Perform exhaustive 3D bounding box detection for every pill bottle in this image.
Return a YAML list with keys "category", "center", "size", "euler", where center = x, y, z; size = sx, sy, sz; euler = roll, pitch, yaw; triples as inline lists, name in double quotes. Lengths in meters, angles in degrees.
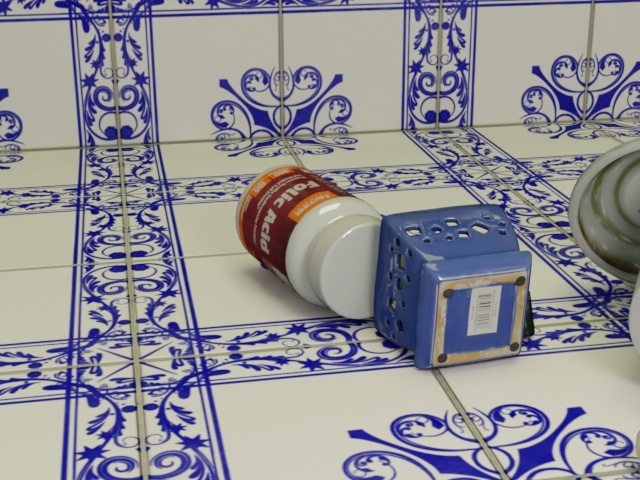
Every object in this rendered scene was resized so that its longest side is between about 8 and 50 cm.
- category: "pill bottle"
  center: [0.000, 0.000, 2.134]
  size: [0.224, 0.224, 0.392]
  euler: [-10, 21, -24]

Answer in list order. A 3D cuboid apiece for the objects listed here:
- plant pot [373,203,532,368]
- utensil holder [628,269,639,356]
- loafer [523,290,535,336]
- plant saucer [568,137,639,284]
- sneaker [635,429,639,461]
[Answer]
- category: "plant pot"
  center: [0.239, 0.087, 1.891]
  size: [0.235, 0.236, 0.212]
  euler: [-5, 26, -16]
- category: "utensil holder"
  center: [0.695, 0.042, 1.771]
  size: [0.327, 0.328, 0.385]
  euler: [8, 38, 23]
- category: "loafer"
  center: [0.362, 0.140, 1.996]
  size: [0.061, 0.062, 0.170]
  euler: [-7, 10, 11]
- category: "plant saucer"
  center: [0.679, -0.071, 2.063]
  size: [0.400, 0.401, 0.101]
  euler: [5, 46, 14]
- category: "sneaker"
  center: [0.470, 0.322, 1.391]
  size: [0.152, 0.114, 0.305]
  euler: [-3, 20, -12]
